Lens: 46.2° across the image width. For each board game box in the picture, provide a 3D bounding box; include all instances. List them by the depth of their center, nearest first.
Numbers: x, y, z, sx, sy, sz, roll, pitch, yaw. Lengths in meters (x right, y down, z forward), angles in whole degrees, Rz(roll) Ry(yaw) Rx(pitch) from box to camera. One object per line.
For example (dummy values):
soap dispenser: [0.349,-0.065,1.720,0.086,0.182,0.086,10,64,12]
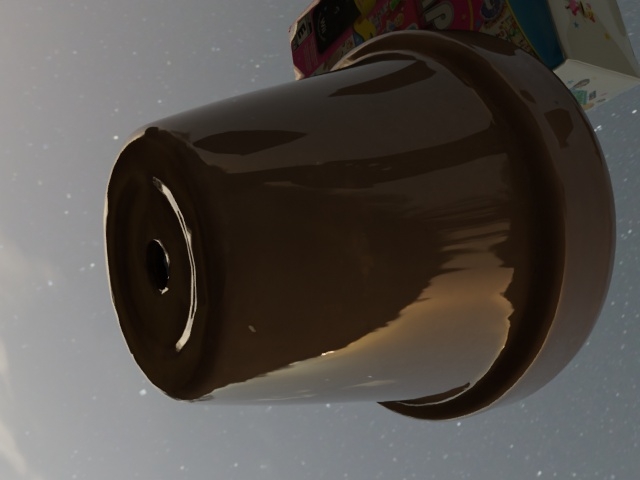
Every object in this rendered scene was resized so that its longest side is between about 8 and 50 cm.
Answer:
board game box: [0.098,-0.168,0.656,0.303,0.098,0.224,-31,-117,50]

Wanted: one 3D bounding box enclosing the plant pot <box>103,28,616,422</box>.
plant pot: [0.000,0.000,0.461,0.263,0.229,0.263,15,-71,52]
